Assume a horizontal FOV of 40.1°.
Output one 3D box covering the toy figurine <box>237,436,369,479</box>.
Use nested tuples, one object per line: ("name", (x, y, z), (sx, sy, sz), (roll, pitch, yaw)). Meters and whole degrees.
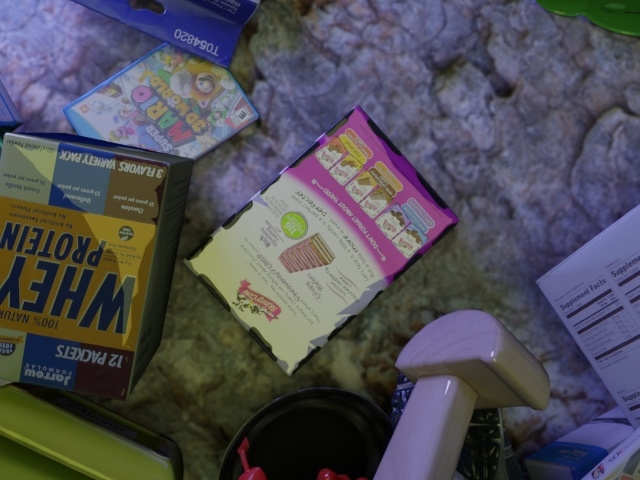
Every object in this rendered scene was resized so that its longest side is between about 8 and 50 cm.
("toy figurine", (-0.010, 0.357, 0.824), (0.363, 0.191, 0.217), (29, 122, -36))

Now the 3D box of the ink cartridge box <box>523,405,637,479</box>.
("ink cartridge box", (0.316, 0.246, 0.874), (0.191, 0.082, 0.139), (-21, 91, -25))

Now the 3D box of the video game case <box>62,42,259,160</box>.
("video game case", (-0.164, -0.132, 0.910), (0.166, 0.015, 0.119), (-34, 92, -3))

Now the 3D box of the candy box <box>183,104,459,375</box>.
("candy box", (0.000, 0.000, 0.892), (0.233, 0.071, 0.159), (-42, 93, -4))

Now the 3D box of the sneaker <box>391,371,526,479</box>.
("sneaker", (0.154, 0.241, 0.890), (0.110, 0.122, 0.283), (-21, 68, 11))

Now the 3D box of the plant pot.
("plant pot", (-0.248, 0.252, 0.803), (0.228, 0.227, 0.207), (26, 81, -3))

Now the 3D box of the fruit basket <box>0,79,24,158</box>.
("fruit basket", (-0.386, -0.129, 0.727), (0.165, 0.353, 0.327), (-29, 91, -3))

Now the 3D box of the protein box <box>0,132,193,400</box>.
("protein box", (-0.209, 0.012, 0.803), (0.136, 0.200, 0.201), (11, 96, -4))

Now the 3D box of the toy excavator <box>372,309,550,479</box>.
("toy excavator", (0.086, 0.266, 0.621), (0.222, 0.445, 0.433), (44, 81, -24))

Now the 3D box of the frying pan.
("frying pan", (0.030, 0.287, 0.902), (0.197, 0.053, 0.326), (-41, 108, -6))

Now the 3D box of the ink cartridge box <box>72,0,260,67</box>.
("ink cartridge box", (-0.148, -0.316, 0.861), (0.223, 0.045, 0.224), (21, 82, -18))

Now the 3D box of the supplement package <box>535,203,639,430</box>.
("supplement package", (0.383, 0.073, 0.798), (0.199, 0.198, 0.262), (-25, 76, -26))

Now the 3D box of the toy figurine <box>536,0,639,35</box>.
("toy figurine", (0.323, -0.317, 0.914), (0.173, 0.130, 0.159), (9, 74, 20))

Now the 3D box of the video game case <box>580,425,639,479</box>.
("video game case", (0.289, 0.292, 0.751), (0.227, 0.026, 0.206), (40, 105, -7))
